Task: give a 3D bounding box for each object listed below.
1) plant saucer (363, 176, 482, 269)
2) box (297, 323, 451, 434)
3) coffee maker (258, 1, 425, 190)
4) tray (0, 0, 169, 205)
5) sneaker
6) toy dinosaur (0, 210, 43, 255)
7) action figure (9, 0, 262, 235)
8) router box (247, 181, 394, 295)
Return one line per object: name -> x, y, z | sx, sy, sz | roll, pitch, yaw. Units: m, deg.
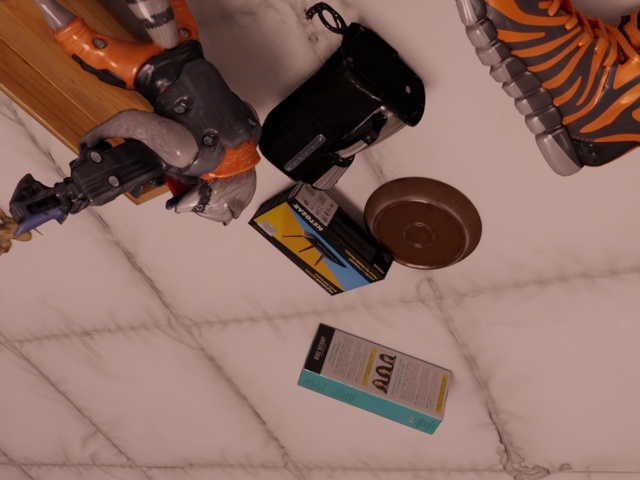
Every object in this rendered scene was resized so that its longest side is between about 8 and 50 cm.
plant saucer -> 0.139, -0.014, 1.005 | 0.168, 0.029, 0.168 | 12, 137, 11
box -> 0.092, 0.235, 1.217 | 0.244, 0.100, 0.060 | 20, 138, 3
coffee maker -> 0.009, -0.166, 0.860 | 0.178, 0.120, 0.171 | -34, 94, 40
tray -> -0.320, -0.224, 0.916 | 0.203, 0.076, 0.411 | -17, 130, 43
sneaker -> 0.261, -0.211, 0.711 | 0.180, 0.125, 0.321 | -22, 133, 32
toy dinosaur -> -0.553, -0.023, 1.272 | 0.092, 0.053, 0.183 | 31, 146, -32
action figure -> -0.187, -0.147, 0.757 | 0.178, 0.341, 0.330 | -18, 110, 46
router box -> 0.000, 0.000, 1.042 | 0.179, 0.046, 0.133 | 42, 146, -17
